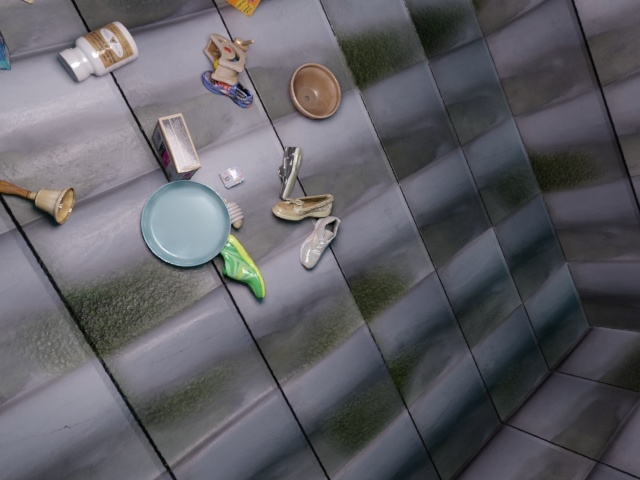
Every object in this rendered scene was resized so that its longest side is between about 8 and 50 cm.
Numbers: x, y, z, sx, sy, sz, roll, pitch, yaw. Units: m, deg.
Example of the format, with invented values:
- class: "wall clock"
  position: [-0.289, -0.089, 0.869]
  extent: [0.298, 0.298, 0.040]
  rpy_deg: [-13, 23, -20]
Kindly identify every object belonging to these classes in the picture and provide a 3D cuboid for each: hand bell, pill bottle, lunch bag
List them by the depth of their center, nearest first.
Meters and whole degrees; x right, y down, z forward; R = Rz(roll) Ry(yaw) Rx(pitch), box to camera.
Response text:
- class: "hand bell"
  position: [-0.949, -0.148, 1.344]
  extent: [0.241, 0.126, 0.126]
  rpy_deg: [17, 80, -13]
- class: "pill bottle"
  position: [-0.763, -0.645, 1.432]
  extent: [0.229, 0.131, 0.131]
  rpy_deg: [-41, 106, -23]
- class: "lunch bag"
  position: [-0.355, -0.256, 1.669]
  extent: [0.083, 0.053, 0.071]
  rpy_deg: [-28, 99, -16]

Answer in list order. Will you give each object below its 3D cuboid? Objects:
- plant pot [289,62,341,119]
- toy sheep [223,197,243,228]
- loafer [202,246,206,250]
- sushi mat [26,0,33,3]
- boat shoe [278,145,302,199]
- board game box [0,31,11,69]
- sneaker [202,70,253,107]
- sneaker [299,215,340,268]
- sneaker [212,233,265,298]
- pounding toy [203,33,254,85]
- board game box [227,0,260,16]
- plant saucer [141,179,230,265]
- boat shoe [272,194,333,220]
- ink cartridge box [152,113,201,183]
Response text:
- class: "plant pot"
  position: [-0.038, -0.638, 1.820]
  extent: [0.237, 0.109, 0.238]
  rpy_deg: [2, 86, -27]
- class: "toy sheep"
  position: [-0.353, -0.108, 1.646]
  extent: [0.091, 0.091, 0.132]
  rpy_deg: [-31, 96, -25]
- class: "loafer"
  position: [-0.462, -0.017, 1.607]
  extent: [0.045, 0.039, 0.125]
  rpy_deg: [-21, 97, -26]
- class: "sushi mat"
  position: [-1.088, -0.909, 1.339]
  extent: [0.316, 0.019, 0.152]
  rpy_deg: [18, 80, -25]
- class: "boat shoe"
  position: [-0.142, -0.289, 1.780]
  extent: [0.079, 0.084, 0.233]
  rpy_deg: [13, 88, 12]
- class: "board game box"
  position: [-1.112, -0.589, 1.179]
  extent: [0.335, 0.253, 0.079]
  rpy_deg: [-6, 89, -28]
- class: "sneaker"
  position: [-0.364, -0.617, 1.663]
  extent: [0.221, 0.087, 0.083]
  rpy_deg: [20, 78, -25]
- class: "sneaker"
  position: [0.000, 0.000, 1.801]
  extent: [0.099, 0.121, 0.263]
  rpy_deg: [31, 74, -22]
- class: "sneaker"
  position: [-0.321, 0.114, 1.651]
  extent: [0.123, 0.109, 0.296]
  rpy_deg: [-36, 100, -10]
- class: "pounding toy"
  position: [-0.357, -0.740, 1.605]
  extent: [0.154, 0.155, 0.270]
  rpy_deg: [23, 41, -25]
- class: "board game box"
  position: [-0.302, -1.183, 1.571]
  extent: [0.356, 0.356, 0.357]
  rpy_deg: [26, 76, -24]
- class: "plant saucer"
  position: [-0.497, -0.064, 1.552]
  extent: [0.317, 0.043, 0.318]
  rpy_deg: [-1, 93, -12]
- class: "boat shoe"
  position: [-0.073, -0.152, 1.769]
  extent: [0.285, 0.105, 0.089]
  rpy_deg: [-9, 133, -36]
- class: "ink cartridge box"
  position: [-0.518, -0.320, 1.485]
  extent: [0.088, 0.234, 0.194]
  rpy_deg: [-22, 96, -26]
